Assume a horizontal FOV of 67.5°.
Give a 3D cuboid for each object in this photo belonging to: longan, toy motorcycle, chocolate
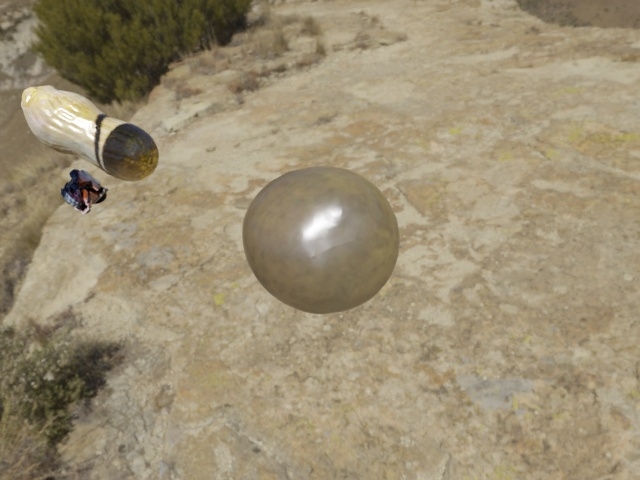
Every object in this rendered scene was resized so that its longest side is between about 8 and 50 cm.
[{"bbox_3d":[-0.001,-0.004,0.894,0.298,0.297,0.297,-9,31,6],"label":"longan"},{"bbox_3d":[-0.658,-0.132,1.344,0.084,0.118,0.212,-39,31,4],"label":"toy motorcycle"},{"bbox_3d":[-0.496,-0.227,1.038,0.310,0.134,0.134,29,36,-4],"label":"chocolate"}]
